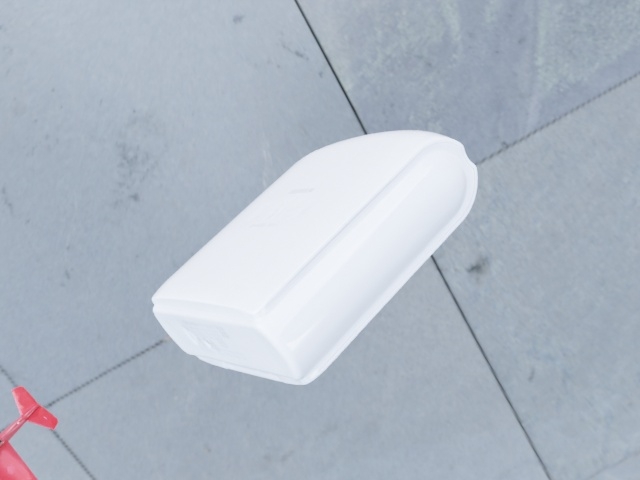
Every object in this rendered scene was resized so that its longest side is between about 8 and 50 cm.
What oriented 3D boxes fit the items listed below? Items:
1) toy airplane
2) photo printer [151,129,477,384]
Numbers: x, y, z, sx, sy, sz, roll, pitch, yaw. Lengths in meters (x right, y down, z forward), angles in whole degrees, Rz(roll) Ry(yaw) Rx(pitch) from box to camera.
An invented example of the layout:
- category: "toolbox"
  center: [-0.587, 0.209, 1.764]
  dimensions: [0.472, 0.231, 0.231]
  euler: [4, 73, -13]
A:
- category: "toy airplane"
  center: [-0.366, 0.229, 1.042]
  dimensions: [0.151, 0.151, 0.028]
  euler: [31, 126, -20]
- category: "photo printer"
  center: [0.000, 0.000, 0.913]
  dimensions: [0.307, 0.256, 0.107]
  euler: [-44, 112, -24]
